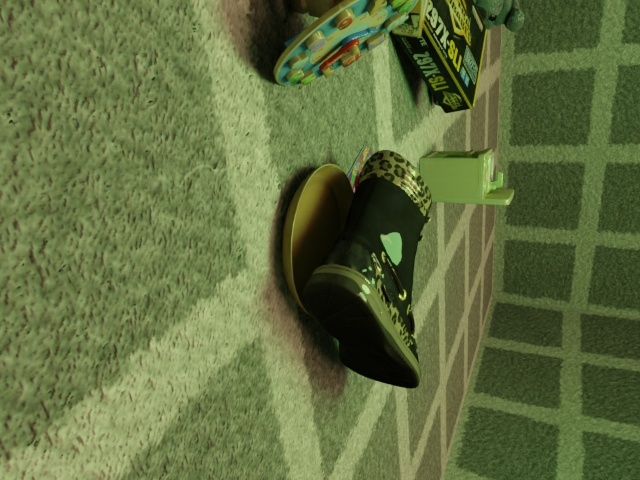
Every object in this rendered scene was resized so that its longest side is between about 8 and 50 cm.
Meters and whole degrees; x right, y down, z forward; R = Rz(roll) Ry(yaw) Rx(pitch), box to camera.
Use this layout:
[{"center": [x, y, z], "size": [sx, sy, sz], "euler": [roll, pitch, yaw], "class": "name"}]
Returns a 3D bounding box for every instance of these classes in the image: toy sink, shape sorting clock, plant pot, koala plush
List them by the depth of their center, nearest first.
[{"center": [0.034, -0.250, 0.592], "size": [0.040, 0.206, 0.206], "euler": [59, 34, -7], "class": "shape sorting clock"}, {"center": [0.000, 0.000, 0.746], "size": [0.236, 0.032, 0.236], "euler": [5, 90, -65], "class": "plant pot"}, {"center": [0.404, -0.180, 1.314], "size": [0.153, 0.234, 0.131], "euler": [-33, 124, -57], "class": "toy sink"}, {"center": [0.555, -0.795, 1.585], "size": [0.221, 0.196, 0.203], "euler": [-20, 101, -61], "class": "koala plush"}]

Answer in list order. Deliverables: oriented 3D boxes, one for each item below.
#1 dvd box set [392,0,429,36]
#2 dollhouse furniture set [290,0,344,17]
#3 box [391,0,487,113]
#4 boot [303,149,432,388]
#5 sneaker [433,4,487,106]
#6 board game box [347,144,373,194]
[{"center": [0.157, -0.549, 0.711], "size": [0.420, 0.062, 0.308], "euler": [16, 86, -79], "class": "dvd box set"}, {"center": [0.026, -0.374, 0.602], "size": [0.151, 0.144, 0.123], "euler": [-30, 130, -15], "class": "dollhouse furniture set"}, {"center": [0.275, -0.490, 1.088], "size": [0.322, 0.079, 0.257], "euler": [37, 62, -44], "class": "box"}, {"center": [0.112, 0.064, 0.810], "size": [0.377, 0.138, 0.284], "euler": [57, 45, -45], "class": "boot"}, {"center": [0.374, -0.531, 1.352], "size": [0.140, 0.125, 0.341], "euler": [81, 30, -62], "class": "sneaker"}, {"center": [0.096, -0.100, 0.922], "size": [0.133, 0.033, 0.169], "euler": [72, 34, -40], "class": "board game box"}]
